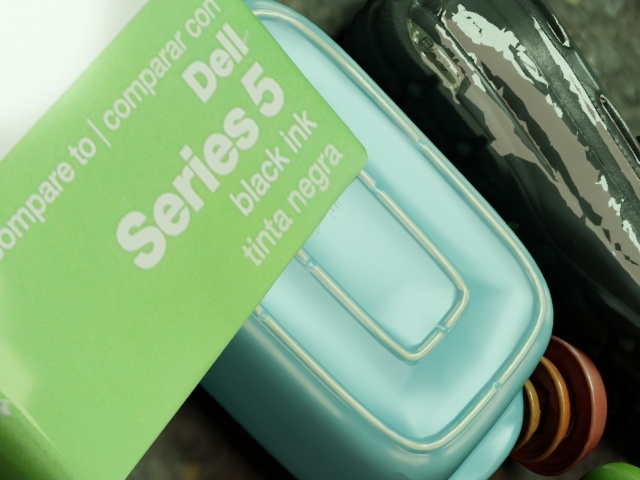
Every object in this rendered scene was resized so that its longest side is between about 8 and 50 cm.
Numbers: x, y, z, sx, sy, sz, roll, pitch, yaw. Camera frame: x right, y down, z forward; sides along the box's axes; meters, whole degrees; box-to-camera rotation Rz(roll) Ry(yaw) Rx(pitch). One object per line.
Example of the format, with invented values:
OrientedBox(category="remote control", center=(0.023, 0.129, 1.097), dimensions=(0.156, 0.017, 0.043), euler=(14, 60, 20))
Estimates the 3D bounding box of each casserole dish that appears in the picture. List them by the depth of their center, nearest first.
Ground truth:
OrientedBox(category="casserole dish", center=(0.000, 0.000, 0.602), dimensions=(0.188, 0.037, 0.114), euler=(46, 59, -5))

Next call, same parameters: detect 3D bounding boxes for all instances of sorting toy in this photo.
OrientedBox(category="sorting toy", center=(0.076, 0.082, 0.649), dimensions=(0.042, 0.061, 0.102), euler=(-2, 58, -37))

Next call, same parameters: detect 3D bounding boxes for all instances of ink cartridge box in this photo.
OrientedBox(category="ink cartridge box", center=(-0.155, -0.063, 0.415), dimensions=(0.273, 0.198, 0.115), euler=(51, 54, -18))

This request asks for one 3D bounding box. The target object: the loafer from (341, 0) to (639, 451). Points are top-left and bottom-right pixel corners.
OrientedBox(category="loafer", center=(0.098, -0.009, 0.676), dimensions=(0.078, 0.076, 0.223), euler=(-44, 103, -28))
